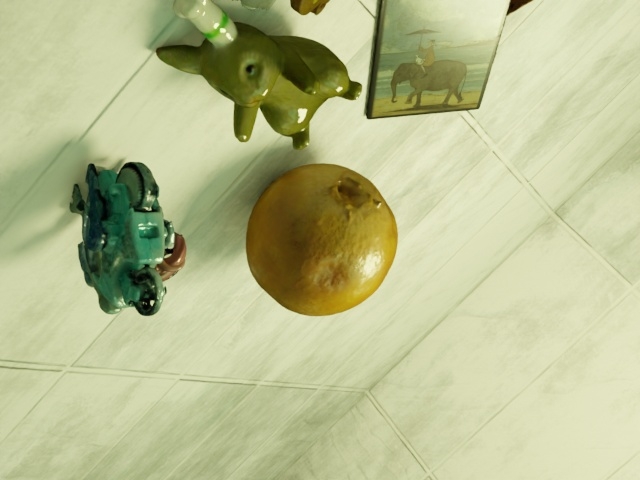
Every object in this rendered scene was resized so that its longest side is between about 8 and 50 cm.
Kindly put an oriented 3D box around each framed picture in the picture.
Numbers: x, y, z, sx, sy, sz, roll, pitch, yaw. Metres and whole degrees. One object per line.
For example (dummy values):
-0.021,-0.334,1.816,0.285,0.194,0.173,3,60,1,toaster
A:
0.232,-0.381,1.542,0.265,0.016,0.347,-6,144,-8,framed picture

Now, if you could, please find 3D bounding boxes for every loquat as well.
0.000,0.000,1.609,0.328,0.328,0.328,-30,151,-19,loquat

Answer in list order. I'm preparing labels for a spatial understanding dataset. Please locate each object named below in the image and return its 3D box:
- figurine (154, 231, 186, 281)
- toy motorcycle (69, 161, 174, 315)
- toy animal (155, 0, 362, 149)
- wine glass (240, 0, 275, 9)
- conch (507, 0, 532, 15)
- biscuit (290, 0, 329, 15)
-0.329,0.023,1.457,0.157,0.126,0.114,30,65,-62,figurine
-0.335,0.000,1.283,0.206,0.260,0.154,-8,176,41,toy motorcycle
-0.106,-0.265,1.226,0.181,0.180,0.363,-35,160,33,toy animal
-0.065,-0.453,1.068,0.126,0.126,0.241,-5,134,-48,wine glass
0.349,-0.526,1.512,0.255,0.127,0.158,-26,164,32,conch
0.018,-0.428,1.191,0.236,0.039,0.180,-51,172,-51,biscuit
